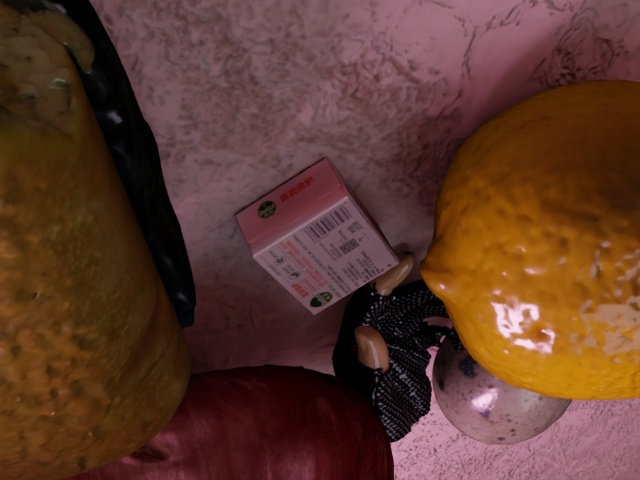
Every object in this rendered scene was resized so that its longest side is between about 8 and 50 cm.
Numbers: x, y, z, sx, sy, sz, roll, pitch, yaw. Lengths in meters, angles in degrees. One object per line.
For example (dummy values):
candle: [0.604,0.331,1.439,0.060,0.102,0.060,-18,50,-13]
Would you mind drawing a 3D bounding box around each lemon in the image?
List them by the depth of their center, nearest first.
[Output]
lemon: [0.212,0.000,0.730,0.267,0.267,0.267,-18,145,-13]

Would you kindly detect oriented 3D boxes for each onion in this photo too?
onion: [-0.096,0.250,0.775,0.348,0.285,0.347,-10,154,-5]

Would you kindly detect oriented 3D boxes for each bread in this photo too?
bread: [-0.202,0.009,0.512,0.251,0.208,0.376,-16,148,-7]

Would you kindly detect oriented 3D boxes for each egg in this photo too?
egg: [0.193,0.127,0.967,0.141,0.141,0.181,2,140,-35]

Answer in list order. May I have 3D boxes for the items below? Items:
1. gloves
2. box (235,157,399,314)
gloves: [0.065,0.088,0.892,0.129,0.106,0.180,-9,113,-29]
box: [0.000,0.000,0.758,0.089,0.043,0.125,-31,146,6]
